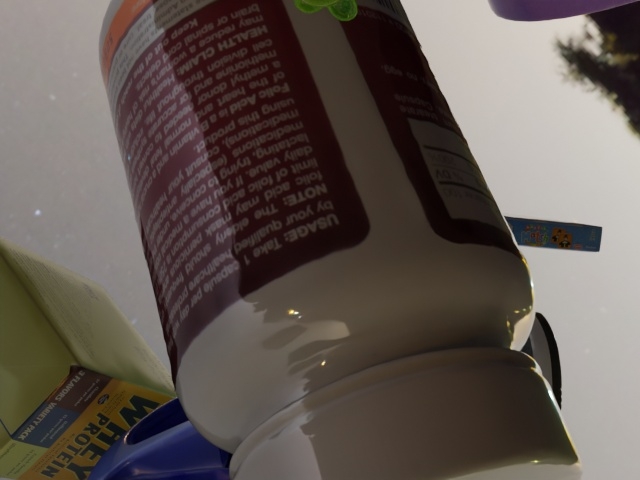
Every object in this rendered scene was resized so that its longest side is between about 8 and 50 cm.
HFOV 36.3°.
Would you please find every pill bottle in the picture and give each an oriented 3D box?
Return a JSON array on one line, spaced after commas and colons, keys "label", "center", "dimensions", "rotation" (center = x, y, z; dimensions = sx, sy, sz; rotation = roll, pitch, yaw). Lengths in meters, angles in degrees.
[{"label": "pill bottle", "center": [0.000, 0.000, 0.625], "dimensions": [0.224, 0.224, 0.392], "rotation": [17, -135, -45]}]

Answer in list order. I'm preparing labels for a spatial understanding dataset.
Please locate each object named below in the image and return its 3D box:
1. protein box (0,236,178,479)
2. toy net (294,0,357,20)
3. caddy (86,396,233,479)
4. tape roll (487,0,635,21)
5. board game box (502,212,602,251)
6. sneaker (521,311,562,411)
[{"label": "protein box", "center": [-0.273, 0.127, 0.977], "dimensions": [0.200, 0.136, 0.201], "rotation": [45, -177, 30]}, {"label": "toy net", "center": [-0.038, -0.198, 0.389], "dimensions": [0.232, 0.122, 0.045], "rotation": [38, -143, -24]}, {"label": "caddy", "center": [-0.019, 0.199, 0.781], "dimensions": [0.241, 0.341, 0.179], "rotation": [-71, -32, -61]}, {"label": "tape roll", "center": [0.235, -0.259, 0.693], "dimensions": [0.090, 0.274, 0.275], "rotation": [64, -160, -22]}, {"label": "board game box", "center": [0.230, -0.017, 1.270], "dimensions": [0.211, 0.039, 0.160], "rotation": [6, -176, -21]}, {"label": "sneaker", "center": [0.116, 0.197, 0.954], "dimensions": [0.178, 0.296, 0.124], "rotation": [2, -151, -12]}]
